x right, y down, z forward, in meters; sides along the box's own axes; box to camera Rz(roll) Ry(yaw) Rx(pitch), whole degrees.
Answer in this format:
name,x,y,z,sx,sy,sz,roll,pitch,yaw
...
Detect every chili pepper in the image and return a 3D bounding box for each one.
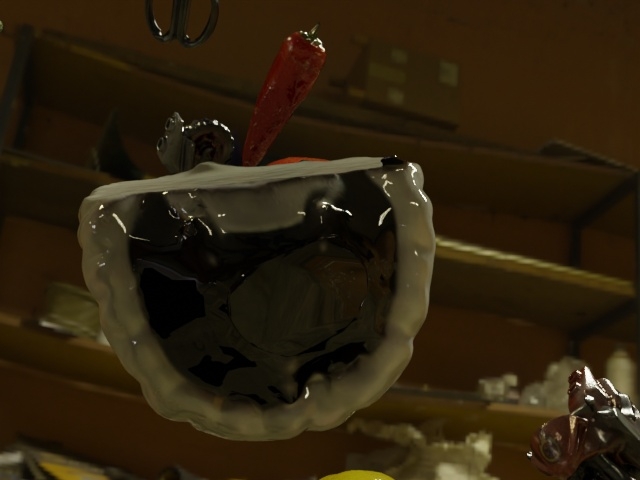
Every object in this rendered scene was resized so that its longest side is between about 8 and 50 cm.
name,x,y,z,sx,sy,sz,roll,pitch,yaw
chili pepper,-0.043,-0.128,0.949,0.045,0.027,0.178,35,-60,6

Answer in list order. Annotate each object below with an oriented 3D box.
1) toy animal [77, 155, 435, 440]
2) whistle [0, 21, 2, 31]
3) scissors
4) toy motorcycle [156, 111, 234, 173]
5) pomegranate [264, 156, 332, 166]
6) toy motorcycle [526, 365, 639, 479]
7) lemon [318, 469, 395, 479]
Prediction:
name,x,y,z,sx,sy,sz,roll,pitch,yaw
toy animal,-0.038,0.028,0.625,0.208,0.156,0.204,-6,7,-10
whistle,-0.455,-0.324,1.108,0.258,0.067,0.126,49,-24,-13
scissors,-0.166,-0.403,1.305,0.109,0.300,0.022,17,15,20
toy motorcycle,-0.187,-0.052,1.156,0.122,0.080,0.215,15,-67,-31
pomegranate,0.000,0.000,1.249,0.221,0.221,0.257,-17,-9,43
toy motorcycle,0.251,0.178,0.920,0.118,0.212,0.084,35,-65,0
lemon,0.047,0.420,1.243,0.233,0.288,0.233,-4,-44,-3
